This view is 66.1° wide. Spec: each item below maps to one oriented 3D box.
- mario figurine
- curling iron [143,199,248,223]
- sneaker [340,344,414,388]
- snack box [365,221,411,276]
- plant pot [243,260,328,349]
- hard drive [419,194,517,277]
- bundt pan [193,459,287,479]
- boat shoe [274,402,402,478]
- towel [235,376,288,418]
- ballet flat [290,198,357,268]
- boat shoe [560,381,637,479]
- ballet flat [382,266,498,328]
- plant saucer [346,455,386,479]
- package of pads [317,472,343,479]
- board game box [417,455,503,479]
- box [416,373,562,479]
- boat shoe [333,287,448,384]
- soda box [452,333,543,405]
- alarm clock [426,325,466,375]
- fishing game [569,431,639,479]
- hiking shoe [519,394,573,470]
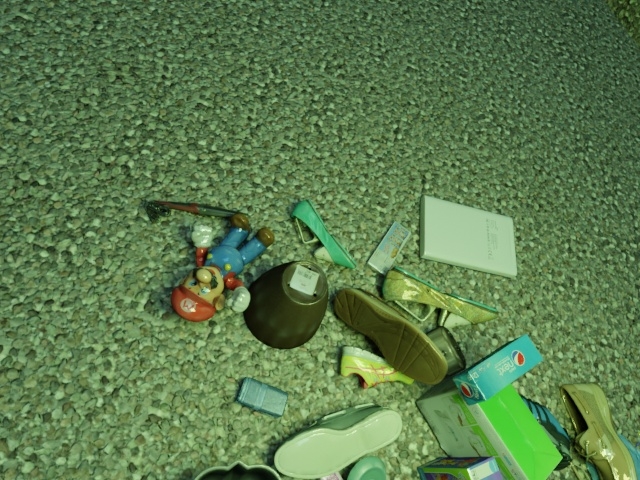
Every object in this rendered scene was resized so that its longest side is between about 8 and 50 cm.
[{"bbox_3d":[-0.243,0.059,1.212,0.320,0.198,0.170,-56,133,-35],"label":"mario figurine"},{"bbox_3d":[-0.333,-0.072,1.326,0.274,0.035,0.068,3,63,-16],"label":"curling iron"},{"bbox_3d":[0.143,0.346,1.280,0.209,0.081,0.094,20,73,-5],"label":"sneaker"},{"bbox_3d":[0.205,0.024,1.467,0.064,0.022,0.178,36,61,1],"label":"snack box"},{"bbox_3d":[-0.067,0.137,1.209,0.215,0.230,0.215,7,65,-15],"label":"plant pot"},{"bbox_3d":[0.466,-0.011,1.558,0.319,0.040,0.210,12,63,-13],"label":"hard drive"},{"bbox_3d":[-0.182,0.633,1.011,0.331,0.124,0.330,7,64,-15],"label":"bundt pan"},{"bbox_3d":[0.036,0.472,1.181,0.320,0.099,0.116,-13,98,-19],"label":"boat shoe"},{"bbox_3d":[-0.140,0.380,1.191,0.120,0.029,0.067,23,62,-6],"label":"towel"},{"bbox_3d":[0.000,0.000,1.390,0.087,0.083,0.247,-36,81,-3],"label":"ballet flat"},{"bbox_3d":[0.751,0.558,1.345,0.110,0.121,0.341,-1,48,2],"label":"boat shoe"},{"bbox_3d":[0.332,0.186,1.396,0.349,0.123,0.123,23,62,-8],"label":"ballet flat"},{"bbox_3d":[0.113,0.571,1.159,0.119,0.021,0.119,-5,99,-32],"label":"plant saucer"},{"bbox_3d":[0.029,0.574,1.158,0.050,0.032,0.083,-25,77,-29],"label":"package of pads"},{"bbox_3d":[0.365,0.677,1.108,0.078,0.233,0.347,-12,71,-23],"label":"board game box"},{"bbox_3d":[0.401,0.466,1.213,0.127,0.231,0.262,-27,77,-31],"label":"box"},{"bbox_3d":[0.194,0.231,1.279,0.342,0.123,0.123,33,22,28],"label":"boat shoe"},{"bbox_3d":[0.407,0.294,1.125,0.210,0.067,0.071,-21,72,-29],"label":"soda box"},{"bbox_3d":[0.336,0.295,1.311,0.064,0.192,0.129,-32,76,19],"label":"alarm clock"},{"bbox_3d":[0.831,0.641,1.389,0.264,0.041,0.189,-17,65,-18],"label":"fishing game"},{"bbox_3d":[0.550,0.479,1.348,0.304,0.113,0.132,47,35,9],"label":"hiking shoe"}]
